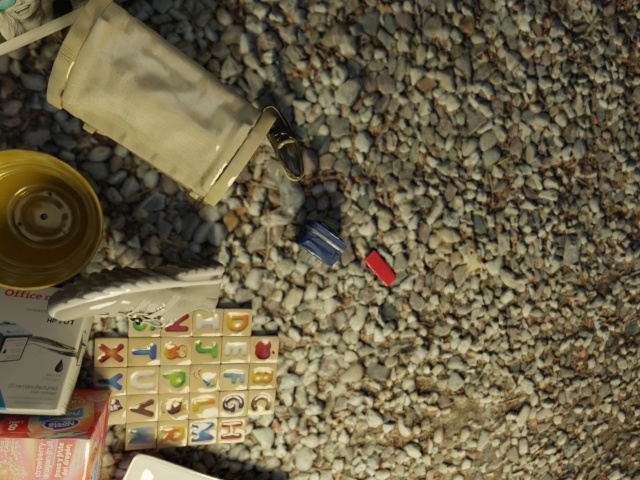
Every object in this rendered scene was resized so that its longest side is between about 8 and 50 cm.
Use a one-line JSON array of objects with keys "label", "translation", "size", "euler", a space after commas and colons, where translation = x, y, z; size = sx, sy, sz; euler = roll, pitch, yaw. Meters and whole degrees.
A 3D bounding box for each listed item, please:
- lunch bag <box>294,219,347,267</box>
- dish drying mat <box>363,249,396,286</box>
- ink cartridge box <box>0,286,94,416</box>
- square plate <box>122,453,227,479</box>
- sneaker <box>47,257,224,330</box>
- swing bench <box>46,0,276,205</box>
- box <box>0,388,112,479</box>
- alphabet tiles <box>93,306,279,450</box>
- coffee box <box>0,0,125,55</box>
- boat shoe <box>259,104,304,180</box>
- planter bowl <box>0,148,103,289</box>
[{"label": "lunch bag", "translation": [0.000, 0.000, 0.823], "size": [0.098, 0.067, 0.065], "euler": [37, 87, -16]}, {"label": "dish drying mat", "translation": [0.128, 0.059, 0.898], "size": [0.032, 0.008, 0.083], "euler": [-43, 105, -7]}, {"label": "ink cartridge box", "translation": [-0.458, 0.173, 0.666], "size": [0.140, 0.082, 0.190], "euler": [9, 61, -16]}, {"label": "square plate", "translation": [-0.277, 0.618, 0.843], "size": [0.344, 0.049, 0.347], "euler": [27, 90, -17]}, {"label": "sneaker", "translation": [-0.290, 0.105, 0.704], "size": [0.281, 0.105, 0.115], "euler": [-6, 103, -36]}, {"label": "swing bench", "translation": [-0.232, -0.182, 0.637], "size": [0.253, 0.255, 0.165], "euler": [34, 88, -17]}, {"label": "box", "translation": [-0.460, 0.421, 0.705], "size": [0.142, 0.154, 0.300], "euler": [9, 99, -16]}, {"label": "alphabet tiles", "translation": [-0.255, 0.269, 0.820], "size": [0.343, 0.011, 0.285], "euler": [3, 97, -16]}, {"label": "coffee box", "translation": [-0.358, -0.489, 0.465], "size": [0.338, 0.334, 0.337], "euler": [-46, 108, -30]}, {"label": "boat shoe", "translation": [-0.066, -0.185, 0.788], "size": [0.056, 0.049, 0.152], "euler": [-29, 104, -9]}, {"label": "planter bowl", "translation": [-0.462, -0.035, 0.680], "size": [0.217, 0.090, 0.217], "euler": [-2, 98, -16]}]
